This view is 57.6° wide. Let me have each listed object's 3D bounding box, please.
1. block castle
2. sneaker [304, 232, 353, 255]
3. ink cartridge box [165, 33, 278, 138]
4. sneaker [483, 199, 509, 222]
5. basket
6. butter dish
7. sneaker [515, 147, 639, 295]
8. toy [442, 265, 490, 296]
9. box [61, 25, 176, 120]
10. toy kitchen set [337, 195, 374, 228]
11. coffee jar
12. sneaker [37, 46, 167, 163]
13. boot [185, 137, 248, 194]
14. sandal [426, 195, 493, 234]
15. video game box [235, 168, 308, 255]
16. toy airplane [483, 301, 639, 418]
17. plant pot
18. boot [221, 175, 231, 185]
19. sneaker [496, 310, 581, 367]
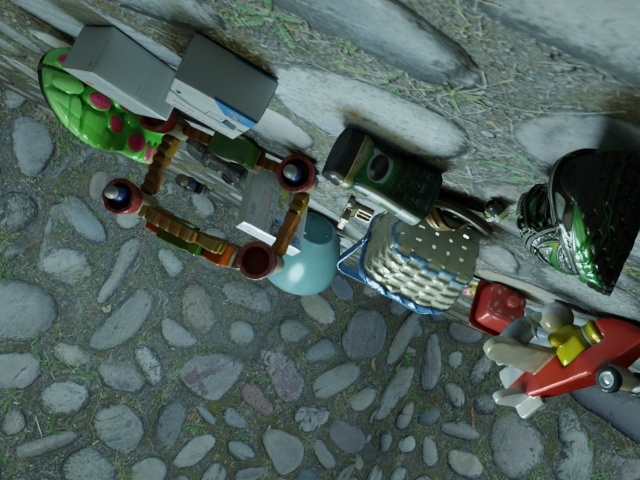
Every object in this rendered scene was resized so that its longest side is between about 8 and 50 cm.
[{"bbox_3d":[-0.256,-0.118,1.351,0.453,0.303,0.213,24,180,12],"label":"block castle"},{"bbox_3d":[0.000,0.000,2.304,0.235,0.094,0.153,17,169,-19],"label":"sneaker"},{"bbox_3d":[-0.165,-0.240,0.939,0.139,0.082,0.190,27,172,-18],"label":"ink cartridge box"},{"bbox_3d":[0.288,-0.053,0.969,0.035,0.031,0.083,55,180,-4],"label":"sneaker"},{"bbox_3d":[0.197,0.054,1.265,0.255,0.201,0.289,27,143,-10],"label":"basket"},{"bbox_3d":[0.523,0.189,1.656,0.160,0.160,0.118,25,152,-1],"label":"butter dish"},{"bbox_3d":[0.296,-0.017,0.699,0.146,0.134,0.343,23,174,27],"label":"sneaker"},{"bbox_3d":[0.470,0.145,1.799,0.237,0.056,0.137,26,175,-9],"label":"toy"},{"bbox_3d":[-0.365,-0.311,1.090,0.130,0.091,0.170,21,173,42],"label":"box"},{"bbox_3d":[0.095,-0.067,1.471,0.075,0.083,0.068,25,133,0],"label":"toy kitchen set"},{"bbox_3d":[0.098,-0.104,0.948,0.184,0.096,0.079,27,171,-9],"label":"coffee jar"},{"bbox_3d":[-0.544,-0.311,1.419,0.202,0.185,0.483,20,172,11],"label":"sneaker"},{"bbox_3d":[-0.277,-0.214,1.722,0.229,0.091,0.263,30,171,8],"label":"boot"},{"bbox_3d":[0.204,-0.053,1.056,0.219,0.060,0.090,24,-173,10],"label":"sandal"},{"bbox_3d":[-0.121,-0.087,1.553,0.187,0.205,0.048,28,143,-28],"label":"video game box"},{"bbox_3d":[0.613,0.298,1.507,0.384,0.272,0.386,-8,151,10],"label":"toy airplane"},{"bbox_3d":[-0.050,0.014,1.995,0.290,0.290,0.195,26,138,-5],"label":"plant pot"},{"bbox_3d":[-0.278,-0.196,2.005,0.121,0.045,0.099,25,178,3],"label":"boot"},{"bbox_3d":[0.731,0.359,1.832,0.366,0.210,0.137,20,172,45],"label":"sneaker"}]
